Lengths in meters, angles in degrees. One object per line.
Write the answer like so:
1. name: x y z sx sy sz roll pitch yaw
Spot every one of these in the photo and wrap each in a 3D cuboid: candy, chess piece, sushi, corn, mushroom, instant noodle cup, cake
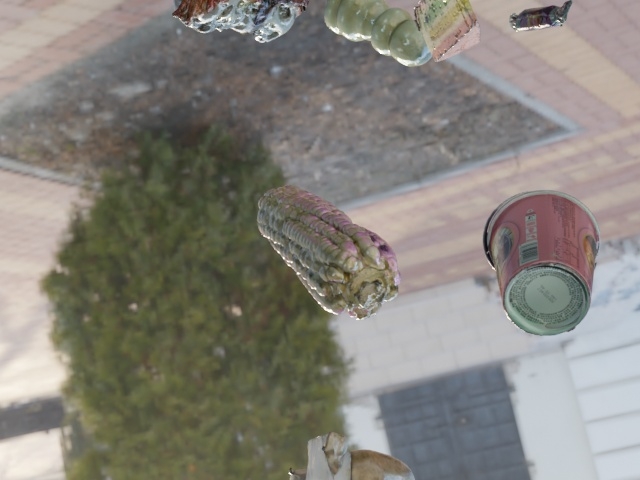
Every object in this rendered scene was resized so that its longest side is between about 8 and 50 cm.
1. candy: 0.392 -0.396 1.996 0.043 0.045 0.175 -6 -173 -28
2. chess piece: 0.133 -0.438 2.326 0.133 0.243 0.133 -32 144 -27
3. sushi: -0.140 -0.431 2.013 0.130 0.124 0.332 -38 159 31
4. corn: 0.002 0.001 1.604 0.127 0.126 0.335 -9 -154 -21
5. mushroom: 0.056 0.369 1.684 0.151 0.156 0.286 4 163 -20
6. instant noodle cup: 0.434 0.056 2.193 0.244 0.244 0.255 -16 -155 16
7. cake: 0.234 -0.384 1.892 0.090 0.109 0.225 -20 177 -10
